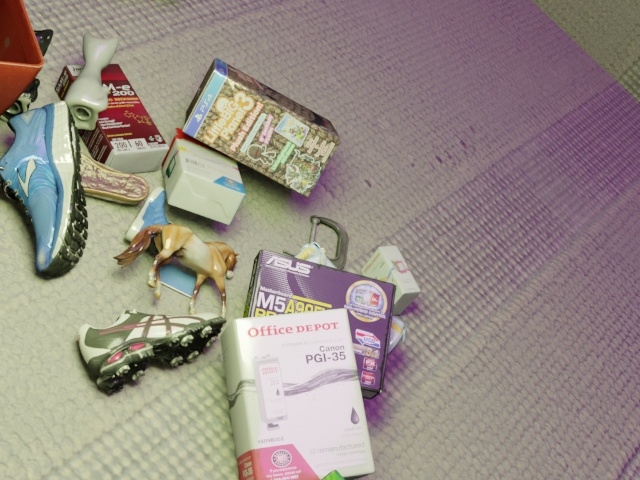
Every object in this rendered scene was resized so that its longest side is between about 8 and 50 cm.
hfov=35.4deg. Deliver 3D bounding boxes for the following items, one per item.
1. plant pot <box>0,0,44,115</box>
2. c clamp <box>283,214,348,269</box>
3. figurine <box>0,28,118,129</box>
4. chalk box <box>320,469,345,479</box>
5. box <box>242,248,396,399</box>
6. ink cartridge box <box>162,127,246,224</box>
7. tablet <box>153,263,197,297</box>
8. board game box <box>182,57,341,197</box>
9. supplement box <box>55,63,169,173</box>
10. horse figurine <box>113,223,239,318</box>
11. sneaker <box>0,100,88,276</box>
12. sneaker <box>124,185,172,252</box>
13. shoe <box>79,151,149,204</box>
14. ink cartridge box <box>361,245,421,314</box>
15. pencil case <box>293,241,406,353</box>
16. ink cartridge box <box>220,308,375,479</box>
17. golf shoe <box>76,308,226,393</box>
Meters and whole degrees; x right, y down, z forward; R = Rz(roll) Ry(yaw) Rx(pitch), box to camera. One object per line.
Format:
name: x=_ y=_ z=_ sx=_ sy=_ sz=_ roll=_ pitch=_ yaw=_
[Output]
plant pot: x=-0.677 y=-0.329 z=1.762 sx=0.267 sy=0.236 sz=0.267 roll=-1 pitch=53 yaw=-38
c clamp: x=0.000 y=0.000 z=2.125 sx=0.137 sy=0.022 sz=0.161 roll=29 pitch=41 yaw=-11
figurine: x=-0.501 y=-0.326 z=1.929 sx=0.215 sy=0.092 sz=0.209 roll=6 pitch=57 yaw=-3
chalk box: x=-0.007 y=0.492 z=1.534 sx=0.179 sy=0.180 sz=0.289 roll=49 pitch=42 yaw=13
box: x=-0.007 y=0.153 z=1.831 sx=0.270 sy=0.060 sz=0.216 roll=16 pitch=65 yaw=-11
ink cartridge box: x=-0.237 y=-0.132 z=1.998 sx=0.134 sy=0.078 sz=0.231 roll=20 pitch=22 yaw=-21
tablet: x=-0.270 y=0.071 z=1.869 sx=0.083 sy=0.006 sz=0.054 roll=28 pitch=41 yaw=-14
board game box: x=-0.126 y=-0.239 z=2.094 sx=0.291 sy=0.141 sz=0.232 roll=27 pitch=12 yaw=-13
supplement box: x=-0.417 y=-0.244 z=2.004 sx=0.130 sy=0.073 sz=0.239 roll=-12 pitch=59 yaw=-43
horse figurine: x=-0.247 y=0.041 z=1.836 sx=0.263 sy=0.066 sz=0.174 roll=30 pitch=53 yaw=-36
sneaker: x=-0.498 y=-0.086 z=1.774 sx=0.147 sy=0.130 sz=0.330 roll=-9 pitch=65 yaw=-3
sneaker: x=-0.306 y=-0.035 z=1.902 sx=0.084 sy=0.058 sz=0.152 roll=33 pitch=37 yaw=-11
shoe: x=-0.433 y=-0.116 z=1.892 sx=0.219 sy=0.058 sz=0.077 roll=21 pitch=71 yaw=-14
ink cartridge box: x=0.146 y=0.084 z=2.103 sx=0.052 sy=0.088 sz=0.122 roll=-3 pitch=54 yaw=-35
pencil case: x=0.037 y=0.128 z=1.956 sx=0.273 sy=0.124 sz=0.113 roll=43 pitch=0 yaw=3
ink cartridge box: x=-0.043 y=0.267 z=1.674 sx=0.207 sy=0.117 sz=0.283 roll=-4 pitch=72 yaw=-19
golf shoe: x=-0.281 y=0.157 z=1.709 sx=0.273 sy=0.105 sz=0.120 roll=-16 pitch=56 yaw=-45
